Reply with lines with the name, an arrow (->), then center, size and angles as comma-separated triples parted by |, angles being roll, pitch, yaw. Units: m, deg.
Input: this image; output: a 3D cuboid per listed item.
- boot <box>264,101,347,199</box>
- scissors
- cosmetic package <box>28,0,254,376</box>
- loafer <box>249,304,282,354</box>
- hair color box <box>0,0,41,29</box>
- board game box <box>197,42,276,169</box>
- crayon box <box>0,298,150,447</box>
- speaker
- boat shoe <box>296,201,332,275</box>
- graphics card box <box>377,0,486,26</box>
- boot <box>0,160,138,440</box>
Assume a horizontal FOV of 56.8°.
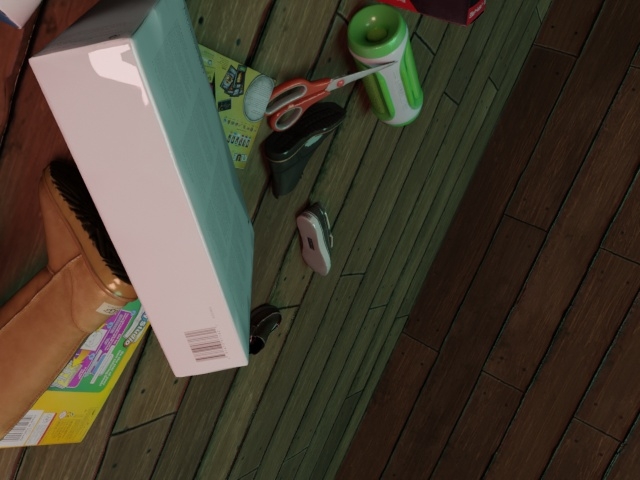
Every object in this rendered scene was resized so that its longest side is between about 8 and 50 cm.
boot -> -0.032, -0.182, 1.187 | 0.198, 0.077, 0.137 | -35, 150, -25
scissors -> 0.021, -0.292, 1.088 | 0.297, 0.021, 0.109 | -30, 152, -8
cosmetic package -> -0.167, -0.078, 0.688 | 0.284, 0.098, 0.377 | -93, 172, -57
loafer -> -0.151, 0.221, 1.332 | 0.220, 0.078, 0.080 | -33, 142, -48
hair color box -> -0.245, -0.382, 0.500 | 0.347, 0.105, 0.174 | -60, 155, -9
board game box -> -0.173, -0.203, 0.905 | 0.243, 0.042, 0.165 | 1, 113, -64
crayon box -> -0.355, 0.153, 0.853 | 0.278, 0.081, 0.165 | -61, 156, -5
speaker -> 0.145, -0.364, 1.274 | 0.131, 0.131, 0.296 | -59, 156, -9
boat shoe -> 0.000, 0.000, 1.412 | 0.070, 0.078, 0.219 | -48, 150, -28
graphics card box -> 0.195, -0.582, 1.024 | 0.094, 0.233, 0.370 | -46, 152, -33
boot -> -0.352, 0.065, 0.712 | 0.269, 0.236, 0.089 | -43, 147, 11
